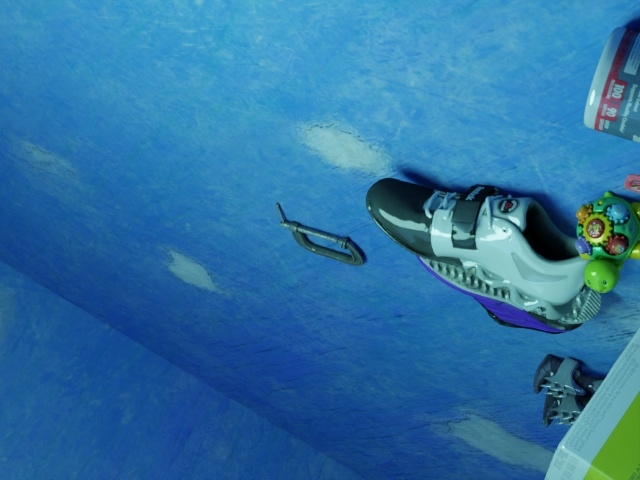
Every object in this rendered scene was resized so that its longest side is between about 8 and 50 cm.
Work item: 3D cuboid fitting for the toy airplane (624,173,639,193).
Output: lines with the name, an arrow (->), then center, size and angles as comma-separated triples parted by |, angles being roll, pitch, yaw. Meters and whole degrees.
toy airplane -> 0.432, -0.071, 1.228 | 0.151, 0.028, 0.151 | 21, 156, 10

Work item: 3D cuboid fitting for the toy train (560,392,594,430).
toy train -> 0.502, 0.339, 1.954 | 0.105, 0.080, 0.184 | 8, 151, 49

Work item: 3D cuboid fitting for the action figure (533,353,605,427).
action figure -> 0.510, 0.271, 1.779 | 0.285, 0.099, 0.185 | 1, 137, 39

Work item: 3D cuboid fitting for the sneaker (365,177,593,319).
sneaker -> 0.227, -0.028, 1.457 | 0.330, 0.122, 0.146 | 25, 138, 5

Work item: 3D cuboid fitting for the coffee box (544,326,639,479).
coffee box -> 0.529, 0.286, 1.402 | 0.334, 0.338, 0.338 | 33, 160, 20

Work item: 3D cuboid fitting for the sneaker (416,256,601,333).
sneaker -> 0.267, 0.072, 1.609 | 0.293, 0.102, 0.146 | 25, 158, 4

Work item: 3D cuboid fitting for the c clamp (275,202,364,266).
c clamp -> 0.000, 0.000, 1.845 | 0.160, 0.022, 0.137 | 20, 156, 18

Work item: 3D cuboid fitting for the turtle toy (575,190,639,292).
turtle toy -> 0.364, 0.002, 1.339 | 0.095, 0.130, 0.066 | -2, 175, 42

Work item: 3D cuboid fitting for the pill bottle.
pill bottle -> 0.367, -0.140, 1.053 | 0.180, 0.108, 0.108 | 19, 156, 17
